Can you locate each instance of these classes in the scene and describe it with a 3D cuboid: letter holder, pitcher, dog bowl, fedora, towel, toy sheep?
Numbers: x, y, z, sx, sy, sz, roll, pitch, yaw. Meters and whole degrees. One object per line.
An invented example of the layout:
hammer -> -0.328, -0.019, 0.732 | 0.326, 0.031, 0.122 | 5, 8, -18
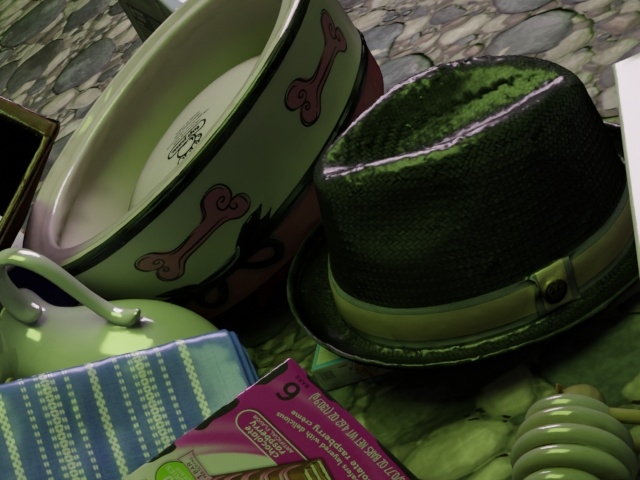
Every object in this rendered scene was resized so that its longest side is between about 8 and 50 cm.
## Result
letter holder -> -0.373, -0.006, 1.385 | 0.214, 0.152, 0.302 | -69, 10, -19
pitcher -> -0.183, 0.089, 1.257 | 0.207, 0.178, 0.125 | 12, 48, 17
dog bowl -> -0.105, -0.091, 1.438 | 0.408, 0.150, 0.408 | -39, 26, 23
fedora -> 0.114, -0.048, 1.185 | 0.334, 0.153, 0.334 | -14, 33, 10
towel -> -0.176, 0.192, 1.036 | 0.336, 0.040, 0.243 | -13, 56, -19
toy sheep -> 0.167, 0.149, 0.959 | 0.091, 0.091, 0.132 | -15, 39, 29

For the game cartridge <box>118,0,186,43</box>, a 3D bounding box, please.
game cartridge -> -0.174, -0.258, 1.798 | 0.060, 0.196, 0.294 | -39, 30, -8

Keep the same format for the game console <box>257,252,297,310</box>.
game console -> 0.000, 0.000, 1.422 | 0.124, 0.085, 0.144 | -57, 20, 24

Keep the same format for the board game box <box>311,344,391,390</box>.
board game box -> 0.072, 0.064, 1.239 | 0.154, 0.026, 0.103 | -19, 32, 24

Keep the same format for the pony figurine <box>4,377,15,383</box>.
pony figurine -> -0.347, 0.280, 1.123 | 0.351, 0.303, 0.363 | -21, 42, 0

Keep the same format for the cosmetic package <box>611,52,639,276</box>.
cosmetic package -> 0.295, 0.022, 0.908 | 0.155, 0.197, 0.366 | -23, 29, 20

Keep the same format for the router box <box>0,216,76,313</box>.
router box -> -0.469, 0.101, 1.663 | 0.335, 0.082, 0.301 | -41, 30, -14

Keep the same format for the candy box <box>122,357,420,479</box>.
candy box -> -0.054, 0.205, 0.979 | 0.233, 0.071, 0.159 | -36, 64, -29
